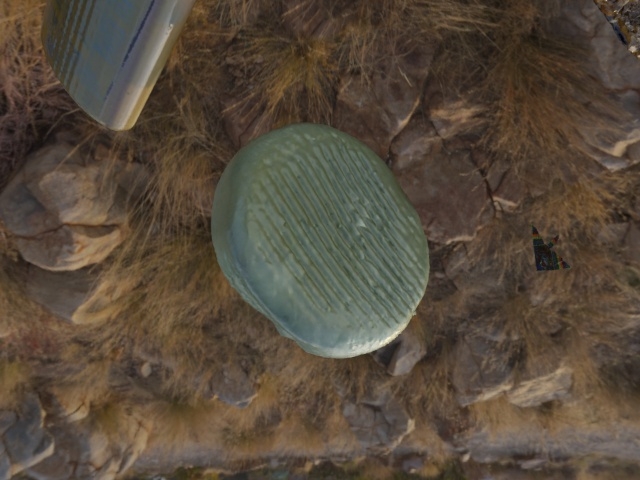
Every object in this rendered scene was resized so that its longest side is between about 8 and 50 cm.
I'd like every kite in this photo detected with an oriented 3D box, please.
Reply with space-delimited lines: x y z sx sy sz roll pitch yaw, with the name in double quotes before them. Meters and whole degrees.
"kite" 0.406 0.021 0.772 0.004 0.122 0.090 -3 135 -10

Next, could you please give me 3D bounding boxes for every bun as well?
"bun" -0.002 -0.003 0.404 0.221 0.221 0.108 30 152 -25

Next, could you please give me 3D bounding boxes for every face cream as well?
"face cream" -0.147 -0.227 0.334 0.285 0.067 0.139 -37 85 42

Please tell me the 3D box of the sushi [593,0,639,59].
"sushi" 0.623 -0.480 0.763 0.349 0.207 0.234 35 137 -18
